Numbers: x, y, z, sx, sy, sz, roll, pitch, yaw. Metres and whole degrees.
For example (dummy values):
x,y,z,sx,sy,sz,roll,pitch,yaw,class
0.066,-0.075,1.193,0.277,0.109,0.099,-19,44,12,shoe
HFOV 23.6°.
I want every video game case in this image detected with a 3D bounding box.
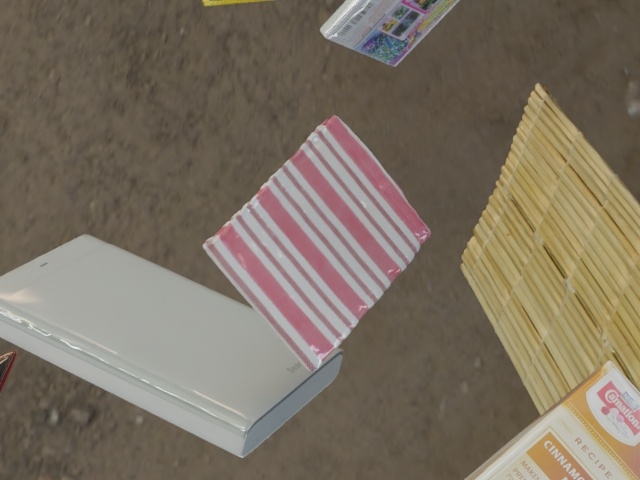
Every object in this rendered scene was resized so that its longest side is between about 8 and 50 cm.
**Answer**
x,y,z,sx,sy,sz,roll,pitch,yaw,class
0.091,-0.254,1.593,0.157,0.019,0.143,-46,153,19,video game case

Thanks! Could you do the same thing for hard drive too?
x,y,z,sx,sy,sz,roll,pitch,yaw,class
-0.157,0.093,1.485,0.307,0.203,0.040,23,116,19,hard drive

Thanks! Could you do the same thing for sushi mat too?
x,y,z,sx,sy,sz,roll,pitch,yaw,class
0.155,0.028,0.938,0.019,0.316,0.151,15,113,-18,sushi mat

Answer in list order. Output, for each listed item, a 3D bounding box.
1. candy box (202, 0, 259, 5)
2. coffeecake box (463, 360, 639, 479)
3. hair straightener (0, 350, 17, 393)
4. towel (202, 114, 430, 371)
x,y,z,sx,sy,sz,roll,pitch,yaw,class
-0.093,-0.323,1.600,0.105,0.027,0.206,-5,148,7,candy box
0.061,0.145,0.645,0.185,0.142,0.068,-39,80,-14,coffeecake box
-0.391,0.183,1.575,0.047,0.230,0.089,-20,127,38,hair straightener
0.000,0.000,1.309,0.144,0.197,0.029,50,145,-12,towel
